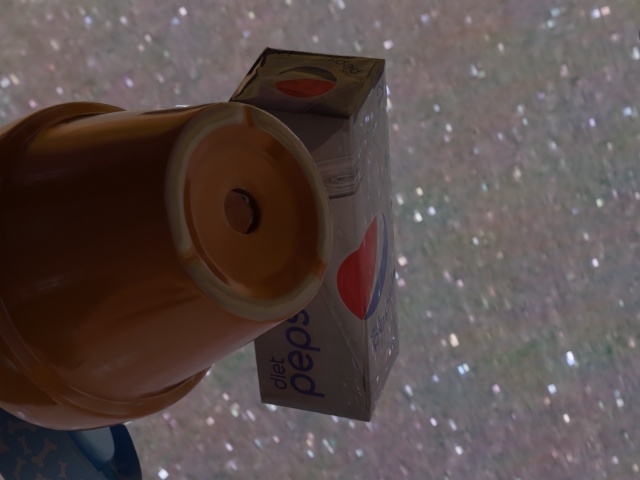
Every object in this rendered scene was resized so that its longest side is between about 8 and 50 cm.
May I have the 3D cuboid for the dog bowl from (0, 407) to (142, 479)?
[{"bbox_3d":[-0.254,0.110,1.278,0.074,0.166,0.297,-33,-120,4],"label":"dog bowl"}]

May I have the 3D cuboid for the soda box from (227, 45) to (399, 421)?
[{"bbox_3d":[0.000,0.000,1.133,0.098,0.286,0.091,8,-143,17],"label":"soda box"}]

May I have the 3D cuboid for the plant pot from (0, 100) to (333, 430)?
[{"bbox_3d":[-0.101,0.002,0.891,0.188,0.205,0.205,-16,-135,43],"label":"plant pot"}]

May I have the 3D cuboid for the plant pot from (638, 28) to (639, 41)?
[{"bbox_3d":[0.427,-0.207,1.299,0.247,0.252,0.248,40,-69,19],"label":"plant pot"}]
